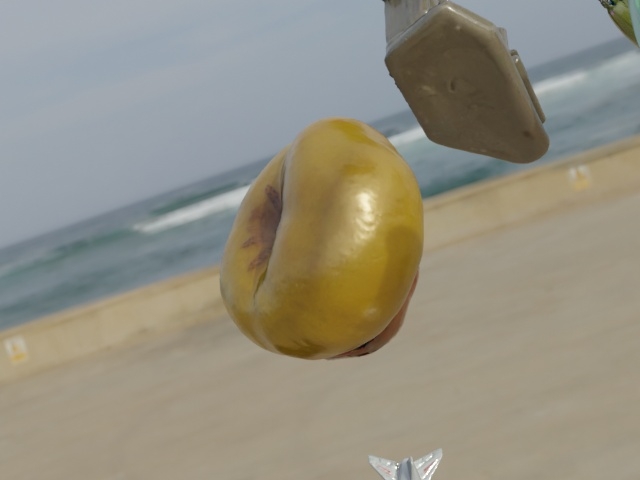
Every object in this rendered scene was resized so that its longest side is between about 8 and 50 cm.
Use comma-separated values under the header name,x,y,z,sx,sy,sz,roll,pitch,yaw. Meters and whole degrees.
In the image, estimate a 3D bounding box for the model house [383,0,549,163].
name,x,y,z,sx,sy,sz,roll,pitch,yaw
model house,0.141,-0.197,1.480,0.122,0.229,0.188,-25,40,15

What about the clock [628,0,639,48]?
name,x,y,z,sx,sy,sz,roll,pitch,yaw
clock,0.201,-0.098,0.660,0.101,0.041,0.135,1,46,2

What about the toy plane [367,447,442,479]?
name,x,y,z,sx,sy,sz,roll,pitch,yaw
toy plane,0.096,0.293,1.400,0.162,0.171,0.065,-4,-17,-7

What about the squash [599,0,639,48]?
name,x,y,z,sx,sy,sz,roll,pitch,yaw
squash,0.334,-0.184,1.323,0.052,0.183,0.052,-51,2,3

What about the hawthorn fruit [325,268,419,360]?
name,x,y,z,sx,sy,sz,roll,pitch,yaw
hawthorn fruit,-0.005,0.026,1.138,0.148,0.148,0.172,-16,-16,37

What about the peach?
name,x,y,z,sx,sy,sz,roll,pitch,yaw
peach,0.000,0.000,0.986,0.103,0.179,0.179,19,-15,-27
